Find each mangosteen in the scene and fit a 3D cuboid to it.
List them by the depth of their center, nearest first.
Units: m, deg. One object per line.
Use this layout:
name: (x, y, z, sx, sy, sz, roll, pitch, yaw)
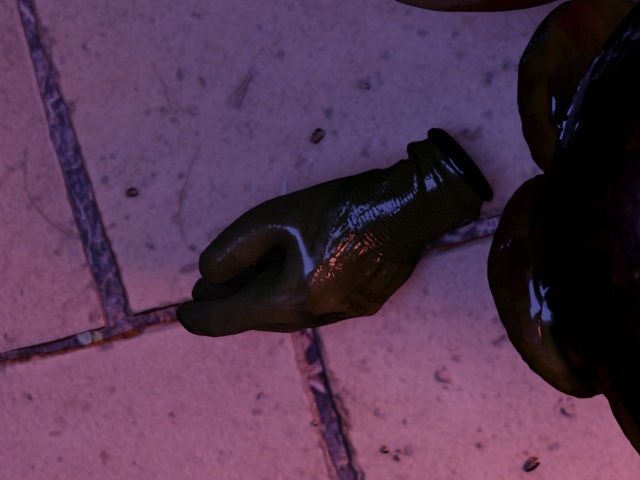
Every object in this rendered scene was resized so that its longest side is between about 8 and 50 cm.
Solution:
mangosteen: (0.309, -0.018, 1.249, 0.421, 0.381, 0.381, -161, 69, -64)

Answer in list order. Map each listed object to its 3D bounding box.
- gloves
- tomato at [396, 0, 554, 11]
gloves: (0.005, 0.008, 1.504, 0.268, 0.135, 0.107, -27, 46, 23)
tomato: (0.108, -0.286, 1.353, 0.270, 0.222, 0.270, 0, 98, -3)
